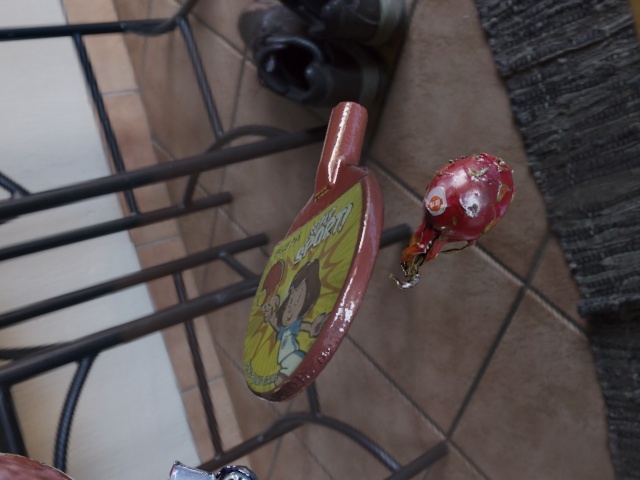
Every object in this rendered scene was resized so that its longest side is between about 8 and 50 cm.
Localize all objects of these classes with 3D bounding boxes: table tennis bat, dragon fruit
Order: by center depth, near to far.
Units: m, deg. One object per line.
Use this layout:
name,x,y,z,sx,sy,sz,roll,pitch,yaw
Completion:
dragon fruit,0.144,-0.019,0.907,0.190,0.094,0.094,-50,58,9
table tennis bat,0.000,0.000,0.961,0.268,0.051,0.415,-36,33,51

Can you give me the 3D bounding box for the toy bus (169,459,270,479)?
toy bus,-0.016,0.320,0.794,0.317,0.138,0.112,10,158,22

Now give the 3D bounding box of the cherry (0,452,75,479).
cherry,-0.305,0.292,0.548,0.326,0.335,0.291,20,157,29
